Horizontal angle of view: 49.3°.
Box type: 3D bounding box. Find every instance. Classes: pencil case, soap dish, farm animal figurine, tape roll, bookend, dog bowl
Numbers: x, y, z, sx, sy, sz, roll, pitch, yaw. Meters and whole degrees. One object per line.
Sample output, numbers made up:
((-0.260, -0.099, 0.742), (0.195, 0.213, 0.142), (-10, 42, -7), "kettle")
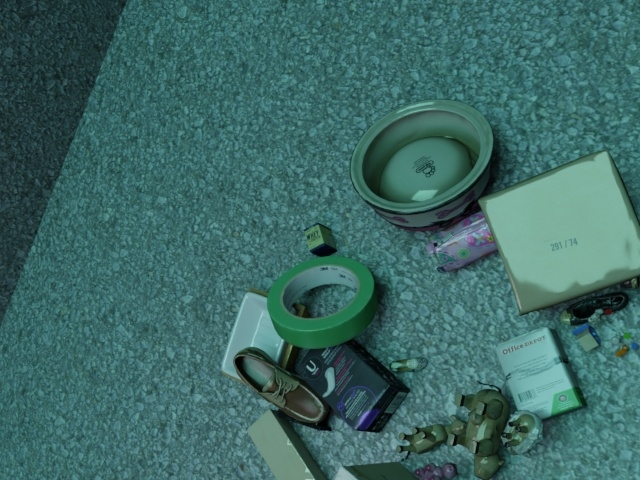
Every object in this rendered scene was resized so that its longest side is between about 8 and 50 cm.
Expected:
((0.434, -0.018, 1.908), (0.284, 0.124, 0.124), (-27, 64, 23), "pencil case")
((-0.169, 0.318, 2.195), (0.229, 0.118, 0.290), (15, 84, 34), "soap dish")
((0.384, 0.510, 1.763), (0.330, 0.172, 0.326), (34, 105, 47), "farm animal figurine")
((0.005, 0.175, 2.041), (0.321, 0.077, 0.321), (-10, 37, 7), "tape roll")
((-0.032, 0.474, 2.092), (0.156, 0.072, 0.157), (7, 80, 33), "bookend")
((0.295, -0.201, 1.965), (0.408, 0.150, 0.408), (-13, 51, 16), "dog bowl")

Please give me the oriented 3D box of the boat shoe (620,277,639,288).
((0.752, 0.045, 1.728), (0.049, 0.056, 0.152), (-12, 71, 24), "boat shoe")

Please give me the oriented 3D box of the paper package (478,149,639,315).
((0.591, -0.017, 1.681), (0.325, 0.168, 0.309), (-23, 81, 24), "paper package")

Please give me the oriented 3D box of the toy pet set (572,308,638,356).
((0.693, 0.229, 1.718), (0.114, 0.065, 0.122), (-35, 95, 22), "toy pet set")

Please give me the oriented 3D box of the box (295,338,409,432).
((0.089, 0.399, 1.993), (0.270, 0.143, 0.165), (40, 97, 34), "box")

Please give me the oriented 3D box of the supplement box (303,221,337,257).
((0.000, 0.000, 2.198), (0.056, 0.083, 0.083), (-27, 62, 22), "supplement box")

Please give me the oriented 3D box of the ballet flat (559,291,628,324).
((0.680, 0.166, 1.743), (0.173, 0.049, 0.057), (-26, 63, 24), "ballet flat")

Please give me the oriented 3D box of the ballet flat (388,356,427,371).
((0.244, 0.353, 1.972), (0.114, 0.041, 0.041), (-14, 70, 28), "ballet flat")

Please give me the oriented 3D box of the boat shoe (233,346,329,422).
((-0.126, 0.425, 2.019), (0.324, 0.116, 0.123), (29, 91, 16), "boat shoe")

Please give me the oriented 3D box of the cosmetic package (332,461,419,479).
((0.158, 0.660, 1.775), (0.160, 0.309, 0.113), (33, 95, 34), "cosmetic package")

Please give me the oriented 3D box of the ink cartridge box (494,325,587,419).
((0.551, 0.340, 1.752), (0.153, 0.087, 0.208), (-26, 65, 24), "ink cartridge box")

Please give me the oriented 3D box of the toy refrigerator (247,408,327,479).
((-0.097, 0.643, 2.076), (0.102, 0.094, 0.269), (-44, 59, 7), "toy refrigerator")
